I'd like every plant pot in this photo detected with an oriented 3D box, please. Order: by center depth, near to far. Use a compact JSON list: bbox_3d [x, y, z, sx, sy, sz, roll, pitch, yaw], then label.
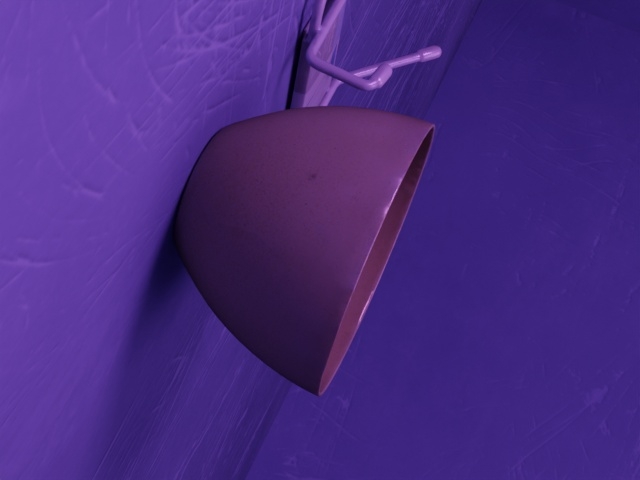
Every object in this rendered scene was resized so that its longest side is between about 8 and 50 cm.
[{"bbox_3d":[-0.030,-0.015,1.078,0.284,0.191,0.284,22,90,-83],"label":"plant pot"}]

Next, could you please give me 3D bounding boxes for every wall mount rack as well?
[{"bbox_3d":[0.063,-0.229,1.346,0.350,0.130,0.304,104,11,-55],"label":"wall mount rack"}]
